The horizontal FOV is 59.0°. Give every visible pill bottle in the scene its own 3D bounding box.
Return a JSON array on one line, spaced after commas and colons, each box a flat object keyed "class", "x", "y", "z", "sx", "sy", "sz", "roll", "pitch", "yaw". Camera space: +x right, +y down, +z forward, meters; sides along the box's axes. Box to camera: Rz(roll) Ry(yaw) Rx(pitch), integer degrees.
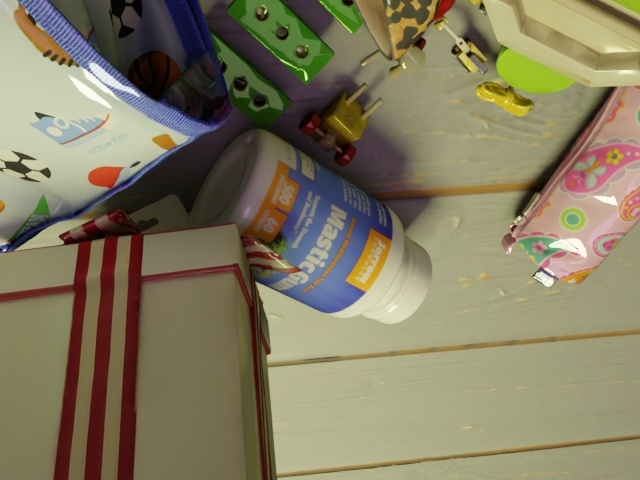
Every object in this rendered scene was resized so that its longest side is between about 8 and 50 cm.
[{"class": "pill bottle", "x": 0.000, "y": 0.000, "z": 0.657, "sx": 0.272, "sy": 0.152, "sz": 0.152, "roll": 28, "pitch": 116, "yaw": -29}]

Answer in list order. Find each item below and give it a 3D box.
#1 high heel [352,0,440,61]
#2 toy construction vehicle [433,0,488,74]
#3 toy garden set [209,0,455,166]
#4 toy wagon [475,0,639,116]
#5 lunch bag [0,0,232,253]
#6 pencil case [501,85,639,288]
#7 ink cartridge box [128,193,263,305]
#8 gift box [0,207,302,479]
[{"class": "high heel", "x": -0.004, "y": -0.247, "z": 0.459, "sx": 0.261, "sy": 0.093, "sz": 0.186, "roll": -3, "pitch": 117, "yaw": -25}, {"class": "toy construction vehicle", "x": 0.180, "y": -0.225, "z": 0.606, "sx": 0.086, "sy": 0.035, "sz": 0.098, "roll": -41, "pitch": 120, "yaw": 18}, {"class": "toy garden set", "x": 0.018, "y": -0.213, "z": 0.588, "sx": 0.204, "sy": 0.049, "sz": 0.244, "roll": 37, "pitch": 111, "yaw": -25}, {"class": "toy wagon", "x": 0.247, "y": -0.210, "z": 0.482, "sx": 0.267, "sy": 0.344, "sz": 0.068, "roll": 22, "pitch": 75, "yaw": -9}, {"class": "lunch bag", "x": -0.295, "y": -0.178, "z": 0.420, "sx": 0.328, "sy": 0.239, "sz": 0.385, "roll": -22, "pitch": 118, "yaw": 28}, {"class": "pencil case", "x": 0.342, "y": -0.079, "z": 0.678, "sx": 0.124, "sy": 0.124, "sz": 0.284, "roll": 18, "pitch": 121, "yaw": -18}, {"class": "ink cartridge box", "x": -0.168, "y": 0.038, "z": 0.704, "sx": 0.115, "sy": 0.067, "sz": 0.198, "roll": -25, "pitch": 111, "yaw": 8}, {"class": "gift box", "x": -0.146, "y": 0.134, "z": 0.540, "sx": 0.277, "sy": 0.258, "sz": 0.255, "roll": -6, "pitch": 150, "yaw": -6}]
